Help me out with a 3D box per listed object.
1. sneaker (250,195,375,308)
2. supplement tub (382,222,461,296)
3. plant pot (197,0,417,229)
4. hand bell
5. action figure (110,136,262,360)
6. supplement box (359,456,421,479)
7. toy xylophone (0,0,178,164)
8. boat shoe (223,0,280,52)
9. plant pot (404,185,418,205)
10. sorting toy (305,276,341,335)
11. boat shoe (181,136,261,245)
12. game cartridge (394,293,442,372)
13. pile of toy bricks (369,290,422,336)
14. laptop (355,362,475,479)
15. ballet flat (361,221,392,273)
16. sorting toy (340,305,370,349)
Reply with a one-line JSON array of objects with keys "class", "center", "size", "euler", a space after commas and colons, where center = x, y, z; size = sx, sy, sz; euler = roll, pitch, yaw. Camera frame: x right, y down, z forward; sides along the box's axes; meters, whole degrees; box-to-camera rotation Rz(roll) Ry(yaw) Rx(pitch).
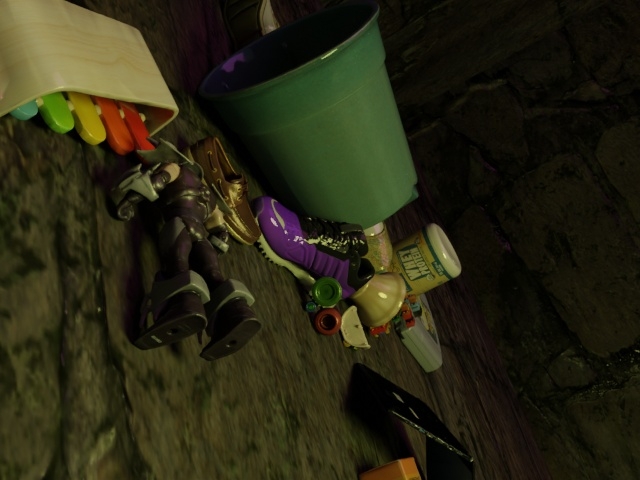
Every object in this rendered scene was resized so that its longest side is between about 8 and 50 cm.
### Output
[{"class": "sneaker", "center": [0.000, 0.000, 1.146], "size": [0.293, 0.146, 0.102], "euler": [47, 23, -44]}, {"class": "supplement tub", "center": [0.223, 0.062, 1.618], "size": [0.144, 0.200, 0.144], "euler": [51, 20, -26]}, {"class": "plant pot", "center": [0.004, -0.205, 1.225], "size": [0.341, 0.341, 0.334], "euler": [-89, 156, -58]}, {"class": "hand bell", "center": [0.045, 0.064, 1.307], "size": [0.242, 0.126, 0.126], "euler": [35, 29, -34]}, {"class": "action figure", "center": [-0.159, -0.003, 0.777], "size": [0.185, 0.099, 0.284], "euler": [35, 27, -44]}, {"class": "supplement box", "center": [0.139, 0.448, 0.988], "size": [0.078, 0.080, 0.233], "euler": [29, 38, -61]}, {"class": "toy xylophone", "center": [-0.279, -0.216, 0.757], "size": [0.236, 0.081, 0.323], "euler": [66, 17, 10]}, {"class": "boat shoe", "center": [-0.147, -0.476, 1.534], "size": [0.103, 0.113, 0.302], "euler": [39, 39, -57]}, {"class": "plant pot", "center": [0.116, -0.190, 1.777], "size": [0.234, 0.166, 0.165], "euler": [39, 28, -40]}, {"class": "sorting toy", "center": [0.006, 0.112, 1.148], "size": [0.042, 0.061, 0.101], "euler": [-35, 125, -87]}, {"class": "boat shoe", "center": [-0.137, -0.073, 0.999], "size": [0.177, 0.060, 0.064], "euler": [59, 17, -14]}, {"class": "game cartridge", "center": [0.244, 0.193, 1.751], "size": [0.196, 0.060, 0.294], "euler": [56, 17, -34]}, {"class": "pile of toy bricks", "center": [0.148, 0.118, 1.444], "size": [0.212, 0.118, 0.105], "euler": [-58, 126, -72]}, {"class": "laptop", "center": [0.158, 0.362, 1.155], "size": [0.264, 0.136, 0.234], "euler": [33, 1, -13]}, {"class": "ballet flat", "center": [0.084, -0.072, 1.544], "size": [0.123, 0.123, 0.348], "euler": [49, 17, -39]}, {"class": "sorting toy", "center": [0.067, 0.177, 1.266], "size": [0.075, 0.045, 0.083], "euler": [47, 21, -62]}]
